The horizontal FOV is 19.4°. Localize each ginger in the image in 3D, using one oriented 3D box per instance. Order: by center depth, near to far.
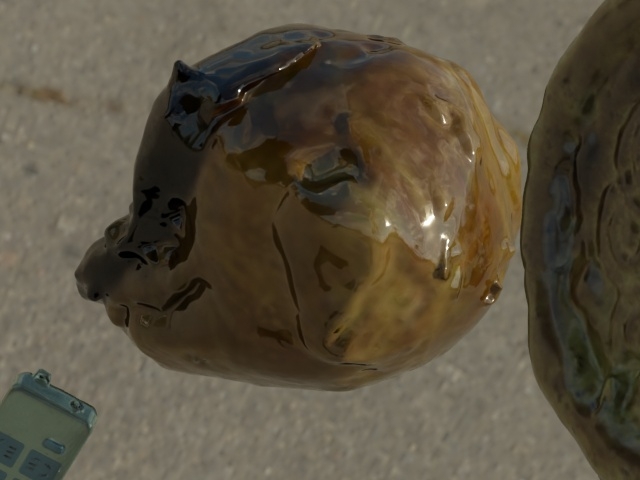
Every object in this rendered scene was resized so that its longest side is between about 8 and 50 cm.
[{"bbox_3d":[0.002,-0.001,1.138,0.223,0.269,0.200,39,41,18],"label":"ginger"}]

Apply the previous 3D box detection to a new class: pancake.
[{"bbox_3d":[0.143,0.003,0.730,0.029,0.212,0.235,1,77,-31],"label":"pancake"}]

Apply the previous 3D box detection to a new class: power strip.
[{"bbox_3d":[-0.130,0.095,0.806,0.040,0.090,0.016,29,29,-8],"label":"power strip"}]
